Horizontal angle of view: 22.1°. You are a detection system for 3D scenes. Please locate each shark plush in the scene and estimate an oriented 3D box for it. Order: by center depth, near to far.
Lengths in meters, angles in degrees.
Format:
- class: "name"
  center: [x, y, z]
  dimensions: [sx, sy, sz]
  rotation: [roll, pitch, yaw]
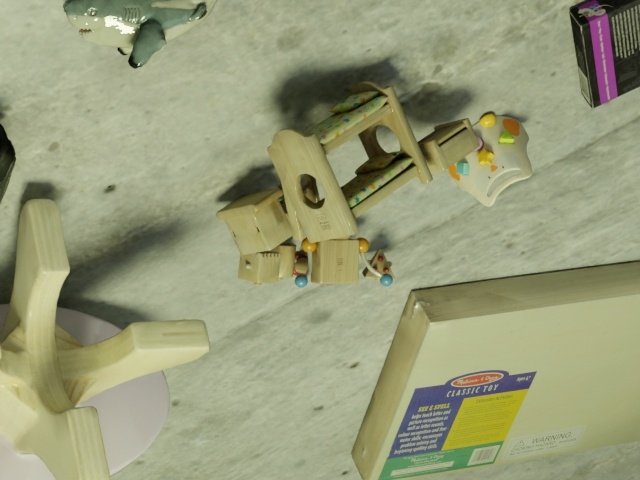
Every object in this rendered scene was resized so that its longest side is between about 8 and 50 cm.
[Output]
- class: "shark plush"
  center: [-0.112, -0.192, 1.251]
  dimensions: [0.161, 0.073, 0.067]
  rotation: [-28, 111, 7]

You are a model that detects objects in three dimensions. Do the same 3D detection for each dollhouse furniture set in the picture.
- class: "dollhouse furniture set"
  center: [0.013, -0.079, 1.454]
  dimensions: [0.161, 0.101, 0.182]
  rotation: [-11, -162, 48]

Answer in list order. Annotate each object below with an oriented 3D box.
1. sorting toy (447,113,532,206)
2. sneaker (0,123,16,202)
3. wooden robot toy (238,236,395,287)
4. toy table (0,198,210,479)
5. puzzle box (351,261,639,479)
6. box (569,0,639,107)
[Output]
- class: "sorting toy"
  center: [0.160, -0.070, 1.519]
  dimensions: [0.083, 0.075, 0.045]
  rotation: [-38, 140, 11]
- class: "sneaker"
  center: [-0.343, -0.068, 1.214]
  dimensions: [0.276, 0.098, 0.135]
  rotation: [16, 124, -43]
- class: "wooden robot toy"
  center: [0.000, 0.000, 1.532]
  dimensions: [0.173, 0.076, 0.079]
  rotation: [1, 98, -30]
- class: "toy table"
  center: [-0.233, 0.110, 1.378]
  dimensions: [0.274, 0.252, 0.161]
  rotation: [-14, 163, -35]
- class: "puzzle box"
  center: [0.252, 0.142, 1.821]
  dimensions: [0.408, 0.052, 0.272]
  rotation: [-6, 136, -25]
- class: "box"
  center: [0.310, -0.198, 1.505]
  dimensions: [0.162, 0.029, 0.116]
  rotation: [-24, 142, -3]
